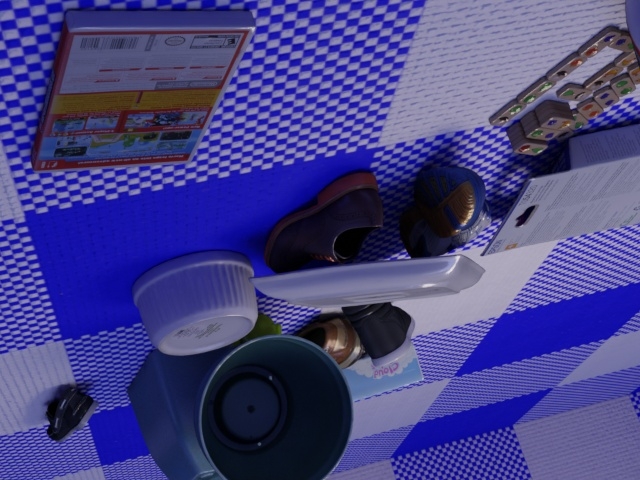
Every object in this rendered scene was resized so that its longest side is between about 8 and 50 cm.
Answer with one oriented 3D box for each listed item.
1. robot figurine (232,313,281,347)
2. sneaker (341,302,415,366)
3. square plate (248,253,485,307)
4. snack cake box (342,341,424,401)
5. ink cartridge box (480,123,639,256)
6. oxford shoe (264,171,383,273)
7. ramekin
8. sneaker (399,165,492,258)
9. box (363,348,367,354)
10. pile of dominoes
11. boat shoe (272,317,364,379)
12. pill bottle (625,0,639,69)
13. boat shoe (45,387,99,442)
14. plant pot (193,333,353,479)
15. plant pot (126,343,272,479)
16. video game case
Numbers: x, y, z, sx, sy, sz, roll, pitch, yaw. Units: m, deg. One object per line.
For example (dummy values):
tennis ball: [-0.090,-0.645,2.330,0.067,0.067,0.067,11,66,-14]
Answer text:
robot figurine: [-0.125,0.183,2.018,0.101,0.067,0.115,-5,154,-23]
sneaker: [0.111,0.134,2.048,0.104,0.147,0.296,-25,-172,8]
square plate: [0.093,0.075,1.765,0.344,0.049,0.347,-6,173,14]
snack cake box: [0.090,0.299,2.353,0.264,0.089,0.152,-17,-178,0]
ink cartridge box: [0.456,-0.091,1.800,0.330,0.071,0.324,-10,158,-11]
oxford shoe: [0.000,0.000,1.634,0.097,0.098,0.271,0,152,-37]
ramekin: [-0.202,0.111,1.735,0.207,0.109,0.207,-15,158,-6]
sneaker: [0.221,-0.057,1.680,0.131,0.112,0.296,-20,168,-16]
box: [0.070,0.220,2.271,0.062,0.052,0.083,-16,159,-6]
pile of dominoes: [0.385,-0.205,1.514,0.196,0.040,0.251,3,151,-40]
boat shoe: [-0.050,0.257,2.204,0.120,0.123,0.324,13,136,-42]
pill bottle: [0.510,-0.233,1.313,0.210,0.210,0.363,-24,157,15]
boat shoe: [-0.526,0.356,2.151,0.079,0.084,0.233,33,147,-13]
plant pot: [-0.110,0.321,1.948,0.293,0.293,0.196,-8,179,-22]
plant pot: [-0.226,0.365,2.129,0.247,0.252,0.247,-6,155,-27]
video game case: [-0.210,-0.164,1.190,0.204,0.025,0.285,-6,155,-26]
